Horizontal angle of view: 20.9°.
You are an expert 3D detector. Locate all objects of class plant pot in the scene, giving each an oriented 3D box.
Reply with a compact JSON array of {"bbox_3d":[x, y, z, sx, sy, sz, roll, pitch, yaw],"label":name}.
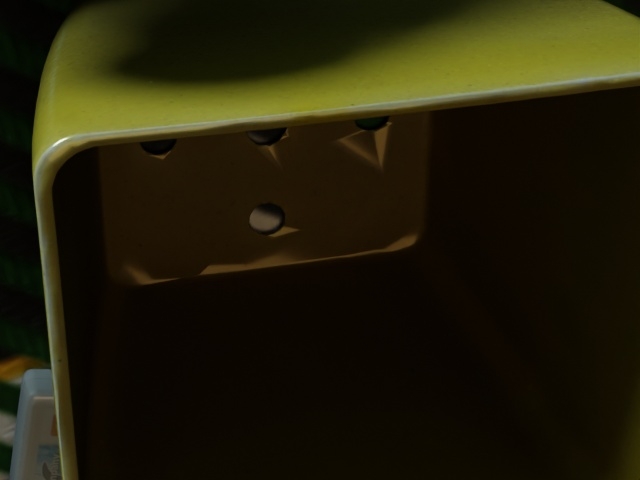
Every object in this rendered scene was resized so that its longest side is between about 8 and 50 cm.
[{"bbox_3d":[0.000,0.000,0.625,0.212,0.187,0.212,-7,124,-12],"label":"plant pot"}]

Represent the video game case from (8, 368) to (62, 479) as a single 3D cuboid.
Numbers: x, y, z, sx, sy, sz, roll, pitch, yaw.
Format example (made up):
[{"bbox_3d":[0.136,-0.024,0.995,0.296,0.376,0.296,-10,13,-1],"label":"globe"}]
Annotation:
[{"bbox_3d":[-0.056,0.147,0.802,0.183,0.023,0.201,2,121,-18],"label":"video game case"}]
